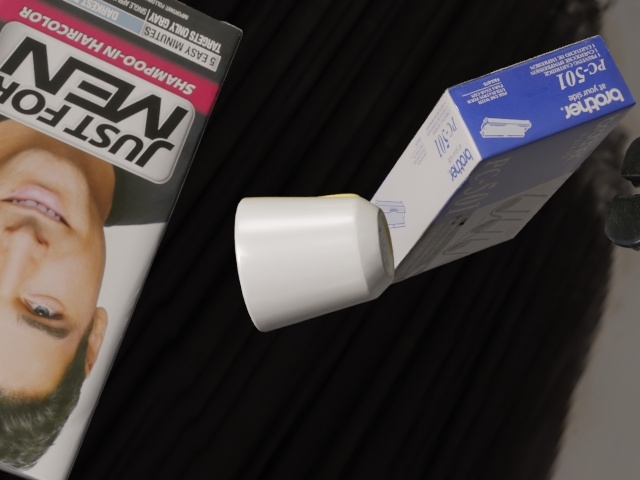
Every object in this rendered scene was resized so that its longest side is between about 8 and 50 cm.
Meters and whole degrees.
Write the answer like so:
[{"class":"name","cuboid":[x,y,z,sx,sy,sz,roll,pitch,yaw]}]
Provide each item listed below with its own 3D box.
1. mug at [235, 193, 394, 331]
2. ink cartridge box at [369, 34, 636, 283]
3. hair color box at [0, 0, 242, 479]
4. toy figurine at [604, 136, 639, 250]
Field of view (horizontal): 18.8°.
[{"class":"mug","cuboid":[-0.001,0.000,0.888,0.064,0.078,0.062,-9,149,12]},{"class":"ink cartridge box","cuboid":[0.091,-0.039,1.083,0.046,0.097,0.207,65,160,13]},{"class":"hair color box","cuboid":[-0.218,-0.021,1.456,0.185,0.374,0.113,24,169,-17]},{"class":"toy figurine","cuboid":[0.231,0.006,0.723,0.148,0.209,0.213,21,125,-27]}]
